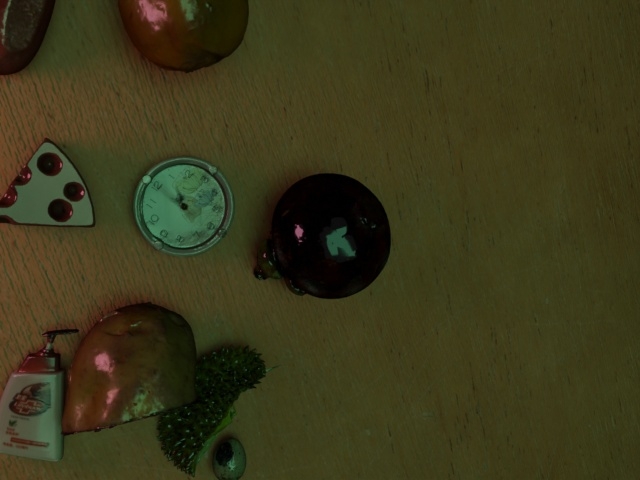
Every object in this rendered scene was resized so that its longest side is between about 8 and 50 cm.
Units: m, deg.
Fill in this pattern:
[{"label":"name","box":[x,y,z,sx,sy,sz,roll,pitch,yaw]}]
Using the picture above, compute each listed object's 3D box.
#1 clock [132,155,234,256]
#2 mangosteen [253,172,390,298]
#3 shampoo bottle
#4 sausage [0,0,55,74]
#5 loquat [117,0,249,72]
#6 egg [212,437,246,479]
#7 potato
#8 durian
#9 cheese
[{"label":"clock","box":[-0.319,-0.079,1.381,0.236,0.053,0.236,-4,100,-23]},{"label":"mangosteen","box":[0.000,0.000,1.445,0.306,0.359,0.306,24,54,-38]},{"label":"shampoo bottle","box":[-0.606,0.325,1.283,0.153,0.071,0.284,14,90,-12]},{"label":"sausage","box":[-0.604,-0.443,1.155,0.148,0.148,0.254,14,92,-26]},{"label":"loquat","box":[-0.292,-0.494,1.218,0.276,0.276,0.284,-34,125,-17]},{"label":"egg","box":[-0.228,0.553,1.486,0.085,0.085,0.110,8,93,-26]},{"label":"potato","box":[-0.420,0.262,1.290,0.288,0.301,0.237,-6,82,-52]},{"label":"durian","box":[-0.270,0.401,1.438,0.355,0.157,0.169,-52,152,-2]},{"label":"cheese","box":[-0.571,-0.121,1.225,0.202,0.128,0.177,3,94,-21]}]
